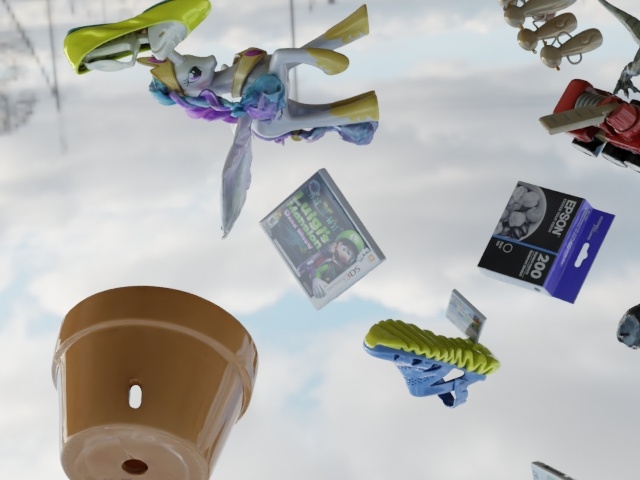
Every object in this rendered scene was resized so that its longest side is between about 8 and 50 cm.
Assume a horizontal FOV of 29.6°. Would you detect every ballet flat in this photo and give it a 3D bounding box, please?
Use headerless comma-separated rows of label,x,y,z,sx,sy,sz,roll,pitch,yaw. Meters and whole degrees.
ballet flat,-0.267,-0.296,1.792,0.231,0.077,0.077,-15,152,2

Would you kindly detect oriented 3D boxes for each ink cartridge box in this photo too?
ink cartridge box,0.439,0.001,2.367,0.208,0.206,0.045,18,163,32

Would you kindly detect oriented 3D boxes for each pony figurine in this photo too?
pony figurine,-0.089,-0.215,1.966,0.364,0.351,0.302,-7,-129,2

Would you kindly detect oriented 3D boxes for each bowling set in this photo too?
bowling set,0.426,-0.449,2.421,0.154,0.287,0.200,-24,170,-4

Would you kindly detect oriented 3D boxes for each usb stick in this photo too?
usb stick,0.506,0.065,1.607,0.278,0.077,0.045,-25,-123,-24

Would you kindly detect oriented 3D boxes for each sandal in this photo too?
sandal,0.207,0.246,2.344,0.317,0.138,0.126,20,-165,-32

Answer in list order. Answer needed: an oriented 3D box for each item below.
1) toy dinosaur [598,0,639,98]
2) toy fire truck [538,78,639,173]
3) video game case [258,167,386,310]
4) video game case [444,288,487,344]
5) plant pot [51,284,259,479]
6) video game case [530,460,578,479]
toy dinosaur,0.448,-0.236,1.634,0.064,0.118,0.268,-15,-143,-17
toy fire truck,0.481,-0.217,2.153,0.246,0.158,0.217,30,-179,-37
video game case,0.000,0.000,2.070,0.173,0.190,0.022,-39,170,34
video game case,0.282,0.149,2.363,0.011,0.122,0.087,-39,-109,-19
plant pot,-0.237,0.231,1.662,0.291,0.290,0.203,-2,-136,5
video game case,0.431,0.509,2.139,0.023,0.212,0.193,-11,-178,-10
